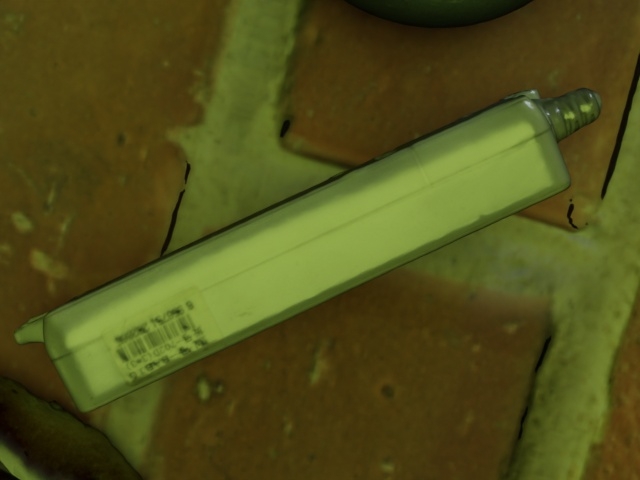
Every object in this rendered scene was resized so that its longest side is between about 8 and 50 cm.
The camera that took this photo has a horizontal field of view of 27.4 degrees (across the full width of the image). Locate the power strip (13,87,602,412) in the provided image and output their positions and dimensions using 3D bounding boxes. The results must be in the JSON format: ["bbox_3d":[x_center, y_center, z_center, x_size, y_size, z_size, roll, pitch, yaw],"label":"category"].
[{"bbox_3d":[0.000,0.000,0.713,0.338,0.098,0.058,-25,93,-1],"label":"power strip"}]

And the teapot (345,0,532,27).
[{"bbox_3d":[0.064,-0.211,0.695,0.295,0.129,0.193,9,90,-3],"label":"teapot"}]

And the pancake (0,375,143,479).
[{"bbox_3d":[-0.320,0.176,0.721,0.427,0.067,0.304,18,92,-5],"label":"pancake"}]
